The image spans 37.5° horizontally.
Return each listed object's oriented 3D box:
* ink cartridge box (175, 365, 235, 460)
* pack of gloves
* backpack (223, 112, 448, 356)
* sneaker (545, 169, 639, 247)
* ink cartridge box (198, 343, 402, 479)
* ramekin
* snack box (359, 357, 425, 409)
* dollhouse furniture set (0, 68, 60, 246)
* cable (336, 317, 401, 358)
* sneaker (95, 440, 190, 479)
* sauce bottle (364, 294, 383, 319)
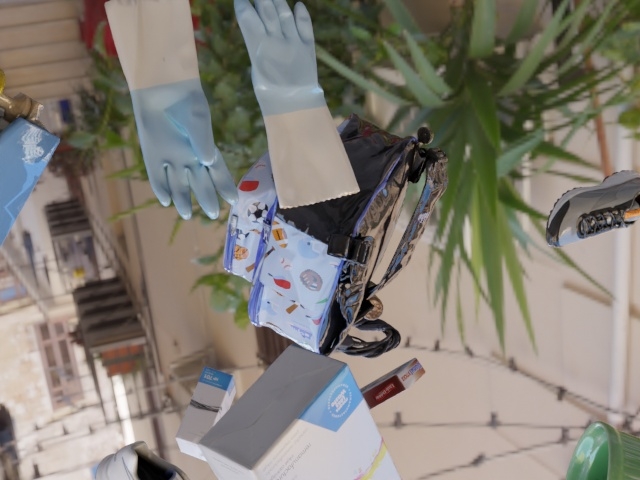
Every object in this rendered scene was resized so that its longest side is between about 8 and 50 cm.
[{"bbox_3d":[-0.276,0.422,2.293,0.082,0.139,0.190,19,-116,7],"label":"ink cartridge box"},{"bbox_3d":[-0.079,-0.139,0.884,0.195,0.232,0.046,-13,170,-17],"label":"pack of gloves"},{"bbox_3d":[0.000,0.000,1.153,0.213,0.263,0.276,23,-140,19],"label":"backpack"},{"bbox_3d":[0.563,-0.058,1.875,0.272,0.100,0.108,-25,-145,-18],"label":"sneaker"},{"bbox_3d":[-0.002,0.229,0.877,0.078,0.231,0.134,12,-133,44],"label":"ink cartridge box"},{"bbox_3d":[0.637,0.556,2.031,0.148,0.303,0.303,15,-160,1],"label":"ramekin"},{"bbox_3d":[0.027,0.180,1.003,0.178,0.022,0.064,-34,174,25],"label":"snack box"},{"bbox_3d":[-0.442,-0.071,0.866,0.286,0.303,0.198,31,180,39],"label":"dollhouse furniture set"},{"bbox_3d":[0.071,0.187,1.894,0.185,0.047,0.150,8,-164,9],"label":"cable"},{"bbox_3d":[-0.243,0.454,1.581,0.129,0.297,0.111,-47,-174,43],"label":"sneaker"},{"bbox_3d":[0.074,0.100,1.607,0.042,0.042,0.128,-10,-164,-10],"label":"sauce bottle"}]
